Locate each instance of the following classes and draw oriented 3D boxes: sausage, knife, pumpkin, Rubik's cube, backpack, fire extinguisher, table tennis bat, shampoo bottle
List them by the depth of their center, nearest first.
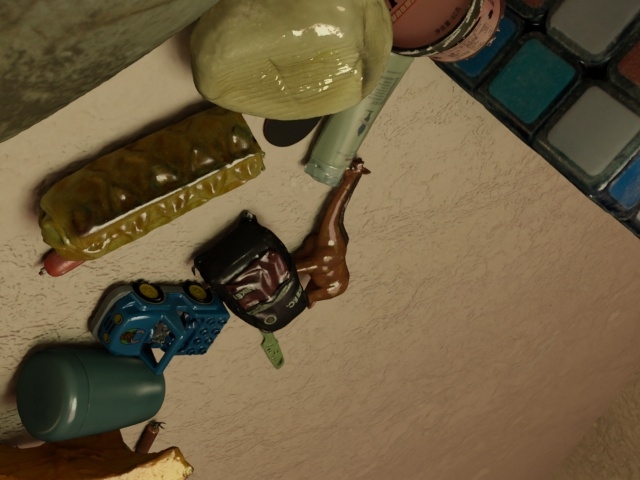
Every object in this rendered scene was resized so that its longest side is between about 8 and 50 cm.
[{"bbox_3d":[-0.229,-0.029,1.065,0.253,0.034,0.034,-35,148,-9],"label":"sausage"},{"bbox_3d":[-0.015,-0.181,1.117,0.087,0.013,0.156,9,125,-50],"label":"table tennis bat"},{"bbox_3d":[0.048,-0.167,1.164,0.072,0.049,0.212,-5,135,-43],"label":"shampoo bottle"},{"bbox_3d":[0.418,-0.236,1.177,0.358,0.363,0.362,-52,147,15],"label":"Rubik's cube"},{"bbox_3d":[-0.351,0.307,1.184,0.290,0.258,0.095,-2,94,-41],"label":"pumpkin"},{"bbox_3d":[-0.084,0.056,1.224,0.120,0.106,0.165,-43,127,-3],"label":"backpack"},{"bbox_3d":[-0.281,0.326,1.455,0.028,0.022,0.083,22,119,-15],"label":"fire extinguisher"},{"bbox_3d":[-0.086,0.169,1.474,0.030,0.014,0.207,-34,148,-12],"label":"knife"}]

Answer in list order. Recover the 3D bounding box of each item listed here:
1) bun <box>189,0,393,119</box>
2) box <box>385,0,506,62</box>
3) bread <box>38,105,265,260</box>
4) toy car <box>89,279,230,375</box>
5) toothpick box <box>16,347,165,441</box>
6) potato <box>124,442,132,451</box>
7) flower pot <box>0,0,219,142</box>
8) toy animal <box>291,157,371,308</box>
[{"bbox_3d":[-0.031,-0.225,0.936,0.230,0.145,0.229,-7,166,-2],"label":"bun"},{"bbox_3d":[0.138,-0.280,1.032,0.151,0.151,0.135,-52,154,18],"label":"box"},{"bbox_3d":[-0.193,-0.064,1.005,0.270,0.087,0.098,-29,148,-15],"label":"bread"},{"bbox_3d":[-0.209,0.122,1.207,0.191,0.100,0.097,5,129,-45],"label":"toy car"},{"bbox_3d":[-0.305,0.205,1.196,0.184,0.120,0.120,7,125,-54],"label":"toothpick box"},{"bbox_3d":[-0.379,0.398,1.375,0.225,0.090,0.117,-46,155,20],"label":"potato"},{"bbox_3d":[-0.196,-0.251,0.610,0.330,0.293,0.294,-38,149,11],"label":"flower pot"},{"bbox_3d":[0.000,0.000,1.315,0.230,0.066,0.224,-31,129,3],"label":"toy animal"}]
